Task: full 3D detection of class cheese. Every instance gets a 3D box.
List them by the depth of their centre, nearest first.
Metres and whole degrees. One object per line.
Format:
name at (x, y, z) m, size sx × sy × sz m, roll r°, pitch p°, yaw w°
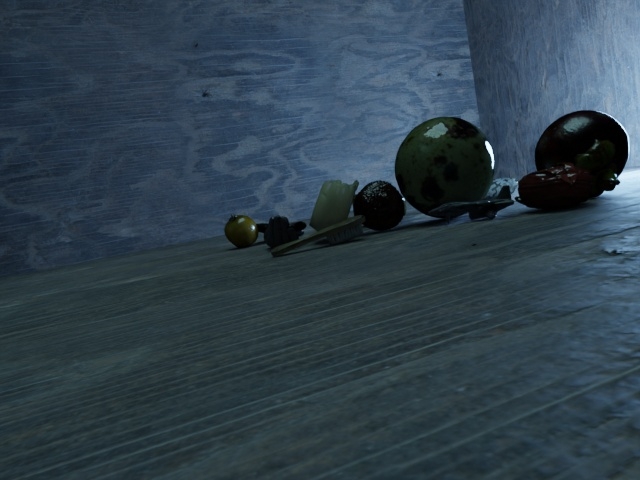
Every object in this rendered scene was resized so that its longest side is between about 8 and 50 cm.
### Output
cheese at (0.050, -0.126, 1.740) m, size 0.127 × 0.233 × 0.266 m, roll 21°, pitch 4°, yaw 0°

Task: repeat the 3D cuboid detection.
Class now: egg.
egg at (0.443, -0.250, 1.752) m, size 0.345 × 0.345 × 0.428 m, roll -9°, pitch -17°, yaw 13°

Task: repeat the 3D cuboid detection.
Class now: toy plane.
toy plane at (0.488, -0.099, 1.576) m, size 0.267 × 0.088 × 0.212 m, roll -17°, pitch 2°, yaw 14°

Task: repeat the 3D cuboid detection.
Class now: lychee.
lychee at (0.210, -0.123, 1.766) m, size 0.194 × 0.194 × 0.194 m, roll -10°, pitch 5°, yaw 1°

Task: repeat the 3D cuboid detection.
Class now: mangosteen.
mangosteen at (0.928, -0.290, 1.691) m, size 0.306 × 0.306 × 0.359 m, roll -11°, pitch 26°, yaw -14°

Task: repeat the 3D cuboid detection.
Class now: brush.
brush at (0.000, 0.000, 1.575) m, size 0.327 × 0.065 × 0.070 m, roll -21°, pitch 14°, yaw -12°

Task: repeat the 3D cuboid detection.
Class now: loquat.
loquat at (-0.343, -0.042, 2.117) m, size 0.137 × 0.163 × 0.163 m, roll -40°, pitch 7°, yaw -2°

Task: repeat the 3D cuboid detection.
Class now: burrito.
burrito at (0.789, -0.243, 2.406) m, size 0.446 × 0.101 × 0.139 m, roll -10°, pitch 10°, yaw -21°

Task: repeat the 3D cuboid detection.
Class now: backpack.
backpack at (0.719, -0.167, 1.489) m, size 0.229 × 0.138 × 0.229 m, roll -5°, pitch 7°, yaw 1°

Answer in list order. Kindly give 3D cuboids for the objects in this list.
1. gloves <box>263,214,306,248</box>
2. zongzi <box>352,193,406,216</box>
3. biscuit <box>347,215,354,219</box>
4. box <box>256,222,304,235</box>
gloves at (-0.135, -0.027, 1.764) m, size 0.142 × 0.119 × 0.285 m, roll -23°, pitch -5°, yaw -16°
zongzi at (0.321, -0.145, 2.071) m, size 0.300 × 0.145 × 0.274 m, roll -6°, pitch 6°, yaw -33°
biscuit at (0.175, -0.100, 2.347) m, size 0.289 × 0.044 × 0.202 m, roll -17°, pitch 9°, yaw -41°
box at (-0.199, -0.045, 2.205) m, size 0.213 × 0.042 × 0.201 m, roll 12°, pitch -8°, yaw -26°
